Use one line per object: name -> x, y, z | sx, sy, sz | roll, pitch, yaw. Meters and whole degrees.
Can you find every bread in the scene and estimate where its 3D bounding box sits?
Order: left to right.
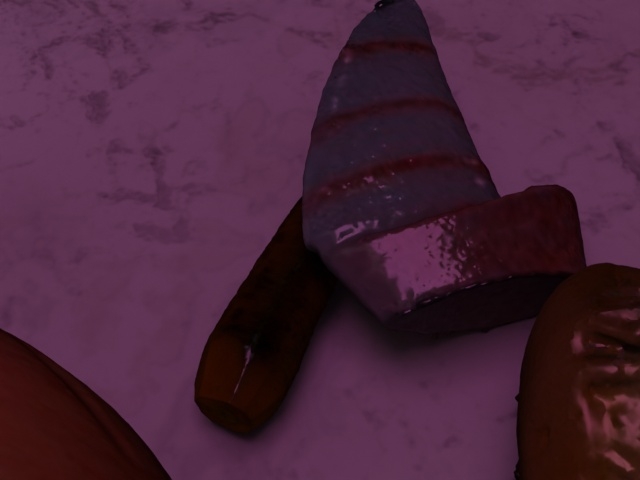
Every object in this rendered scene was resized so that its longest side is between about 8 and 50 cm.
bread -> 0.212, 0.097, 0.762 | 0.204, 0.163, 0.262 | 0, 37, 18

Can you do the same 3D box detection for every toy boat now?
toy boat -> 0.068, -0.068, 0.910 | 0.206, 0.096, 0.282 | -8, 62, -17

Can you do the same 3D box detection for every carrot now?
carrot -> 0.000, 0.000, 0.910 | 0.066, 0.066, 0.314 | 18, 55, 17

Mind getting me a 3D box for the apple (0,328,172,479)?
apple -> -0.207, 0.226, 0.552 | 0.391, 0.346, 0.392 | -28, 46, 34
